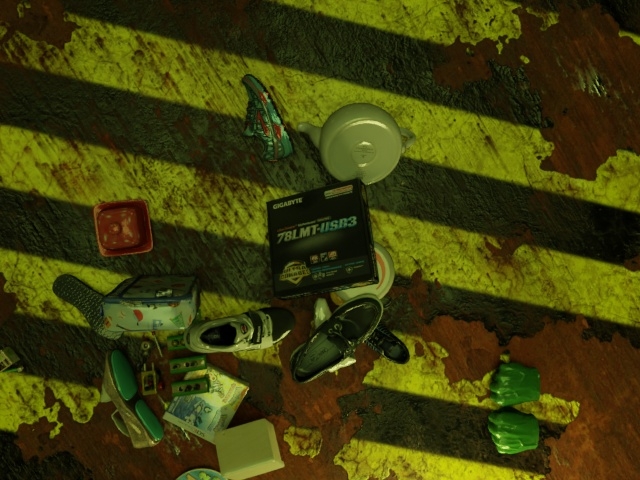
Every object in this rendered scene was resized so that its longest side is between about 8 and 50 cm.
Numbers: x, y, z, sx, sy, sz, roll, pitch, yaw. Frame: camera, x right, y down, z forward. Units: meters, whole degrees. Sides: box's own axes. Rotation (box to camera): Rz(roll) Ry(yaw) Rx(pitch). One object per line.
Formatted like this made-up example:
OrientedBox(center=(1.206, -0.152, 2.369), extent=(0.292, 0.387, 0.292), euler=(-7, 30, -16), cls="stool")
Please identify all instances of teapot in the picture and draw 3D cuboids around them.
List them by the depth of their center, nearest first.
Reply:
OrientedBox(center=(0.111, -0.294, 1.659), extent=(0.253, 0.187, 0.256), euler=(-37, 122, 17), cls="teapot")

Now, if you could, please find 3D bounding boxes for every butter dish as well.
OrientedBox(center=(-0.574, -0.035, 1.649), extent=(0.160, 0.118, 0.160), euler=(-7, 93, -4), cls="butter dish")

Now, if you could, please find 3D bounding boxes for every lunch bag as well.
OrientedBox(center=(-0.460, 0.166, 1.576), extent=(0.243, 0.303, 0.114), euler=(1, 97, -4), cls="lunch bag")

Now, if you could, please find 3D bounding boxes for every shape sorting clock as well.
OrientedBox(center=(-0.363, 0.790, 1.750), extent=(0.206, 0.040, 0.206), euler=(0, 93, -4), cls="shape sorting clock")

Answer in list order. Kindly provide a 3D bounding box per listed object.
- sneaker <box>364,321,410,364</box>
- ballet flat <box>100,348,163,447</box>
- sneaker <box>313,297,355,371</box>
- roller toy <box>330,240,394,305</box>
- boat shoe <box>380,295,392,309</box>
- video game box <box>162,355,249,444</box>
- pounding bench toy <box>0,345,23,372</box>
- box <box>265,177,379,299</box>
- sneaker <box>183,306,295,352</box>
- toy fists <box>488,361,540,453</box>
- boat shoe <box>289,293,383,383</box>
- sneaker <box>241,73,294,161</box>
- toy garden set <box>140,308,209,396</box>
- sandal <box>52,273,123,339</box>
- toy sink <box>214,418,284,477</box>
OrientedBox(center=(0.174, 0.289, 1.735), extent=(0.232, 0.090, 0.081), euler=(34, 90, -6), cls="sneaker")
OrientedBox(center=(-0.578, 0.474, 1.689), extent=(0.106, 0.107, 0.316), euler=(-24, 94, 11), cls="ballet flat")
OrientedBox(center=(0.048, 0.272, 1.724), extent=(0.115, 0.090, 0.232), euler=(-15, 104, 4), cls="sneaker")
OrientedBox(center=(0.121, 0.091, 1.692), extent=(0.191, 0.146, 0.209), euler=(1, 90, 7), cls="roller toy")
OrientedBox(center=(0.159, 0.198, 1.736), extent=(0.125, 0.038, 0.046), euler=(-14, 61, -19), cls="boat shoe")
OrientedBox(center=(-0.342, 0.481, 1.732), extent=(0.187, 0.048, 0.205), euler=(28, 91, -7), cls="video game box")
OrientedBox(center=(-0.917, 0.363, 1.680), extent=(0.065, 0.052, 0.083), euler=(-37, 95, -1), cls="pounding bench toy")
OrientedBox(center=(0.000, 0.000, 1.619), extent=(0.296, 0.073, 0.293), euler=(-12, 74, 19), cls="box")
OrientedBox(center=(-0.214, 0.264, 1.653), extent=(0.331, 0.146, 0.122), euler=(-10, 86, -23), cls="sneaker")
OrientedBox(center=(0.587, 0.514, 1.778), extent=(0.142, 0.096, 0.279), euler=(2, 92, -14), cls="toy fists")
OrientedBox(center=(0.038, 0.284, 1.614), extent=(0.340, 0.113, 0.127), euler=(-37, 99, 17), cls="boat shoe")
OrientedBox(center=(-0.178, -0.350, 1.668), extent=(0.125, 0.104, 0.261), euler=(-27, 95, 0), cls="sneaker")
OrientedBox(center=(-0.442, 0.336, 1.689), extent=(0.204, 0.049, 0.244), euler=(-9, 84, 8), cls="toy garden set")
OrientedBox(center=(-0.666, 0.188, 1.695), extent=(0.254, 0.054, 0.097), euler=(41, 83, 4), cls="sandal")
OrientedBox(center=(-0.204, 0.612, 1.693), extent=(0.153, 0.234, 0.131), euler=(-16, 65, -2), cls="toy sink")
